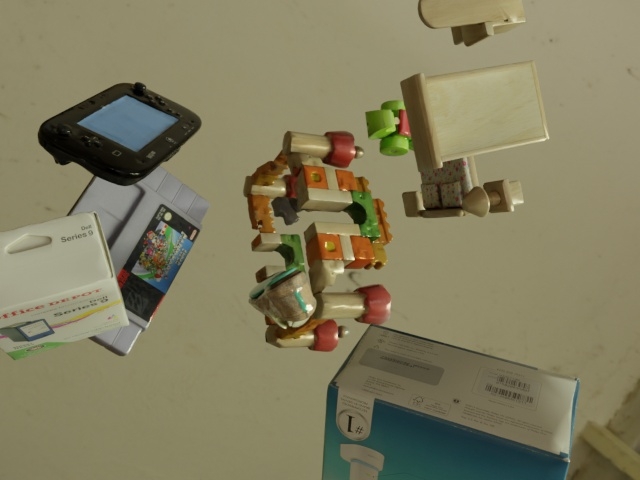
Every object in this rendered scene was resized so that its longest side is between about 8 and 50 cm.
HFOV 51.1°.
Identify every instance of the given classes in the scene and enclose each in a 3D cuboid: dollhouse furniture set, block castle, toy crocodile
[{"bbox_3d":[0.136,-0.173,0.977,0.356,0.174,0.303,180,-102,-69],"label":"dollhouse furniture set"},{"bbox_3d":[0.000,0.000,1.494,0.303,0.213,0.452,-39,-125,52],"label":"block castle"},{"bbox_3d":[0.232,-0.238,1.512,0.105,0.341,0.115,-11,-108,53],"label":"toy crocodile"}]

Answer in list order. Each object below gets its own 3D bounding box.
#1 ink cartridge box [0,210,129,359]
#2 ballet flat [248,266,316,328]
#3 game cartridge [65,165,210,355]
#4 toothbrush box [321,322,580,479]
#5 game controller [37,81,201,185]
[{"bbox_3d":[-0.323,0.059,0.800,0.212,0.155,0.093,116,-45,-64],"label":"ink cartridge box"},{"bbox_3d":[-0.072,0.119,1.289,0.108,0.106,0.316,-33,-178,-9],"label":"ballet flat"},{"bbox_3d":[-0.368,0.010,1.250,0.068,0.230,0.354,-24,-143,53],"label":"game cartridge"},{"bbox_3d":[0.119,0.261,0.679,0.126,0.217,0.295,-42,140,-57],"label":"toothbrush box"},{"bbox_3d":[-0.307,-0.179,1.074,0.319,0.167,0.067,-69,176,-62],"label":"game controller"}]
